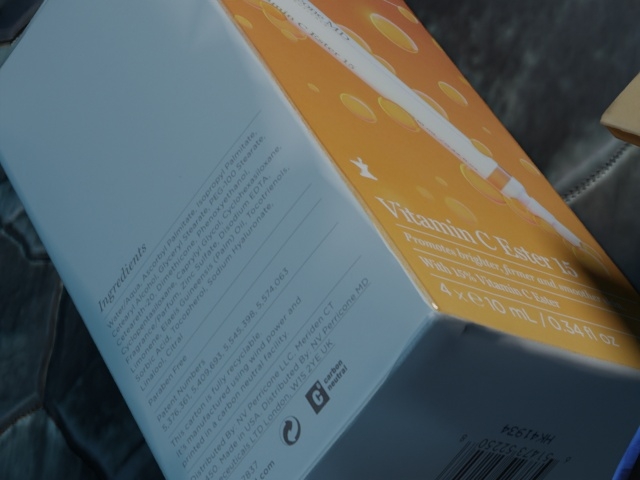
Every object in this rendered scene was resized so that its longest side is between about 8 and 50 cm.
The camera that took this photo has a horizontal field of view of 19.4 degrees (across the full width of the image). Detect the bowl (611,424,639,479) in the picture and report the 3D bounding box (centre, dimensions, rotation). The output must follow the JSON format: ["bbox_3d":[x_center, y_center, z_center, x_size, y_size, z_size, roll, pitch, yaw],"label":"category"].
[{"bbox_3d":[0.252,0.064,0.632,0.391,0.077,0.391,-39,17,14],"label":"bowl"}]

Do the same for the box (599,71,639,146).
[{"bbox_3d":[0.232,-0.086,0.812,0.164,0.021,0.201,-46,28,-7],"label":"box"}]

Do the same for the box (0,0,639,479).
[{"bbox_3d":[0.000,0.000,0.965,0.168,0.215,0.345,-52,48,21],"label":"box"}]
